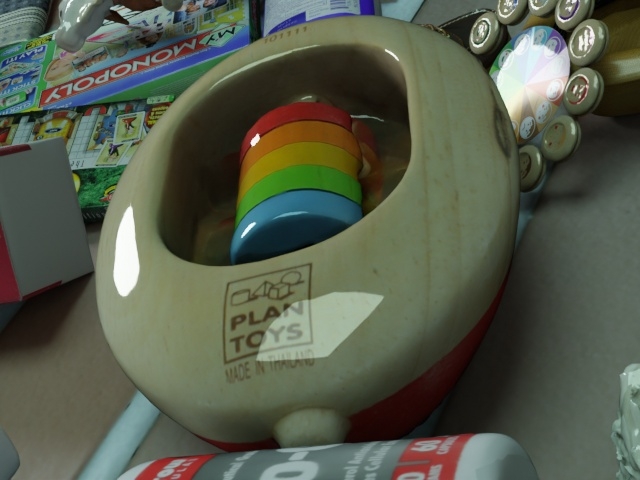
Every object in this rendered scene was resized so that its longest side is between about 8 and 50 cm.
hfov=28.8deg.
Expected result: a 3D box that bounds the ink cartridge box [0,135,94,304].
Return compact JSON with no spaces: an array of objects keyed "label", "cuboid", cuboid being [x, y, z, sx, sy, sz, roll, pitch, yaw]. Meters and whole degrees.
[{"label":"ink cartridge box","cuboid":[-0.313,-0.008,1.079,0.176,0.127,0.128,-10,8,20]}]

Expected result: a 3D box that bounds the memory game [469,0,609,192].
[{"label":"memory game","cuboid":[0.158,-0.123,0.988,0.186,0.012,0.186,-29,54,49]}]

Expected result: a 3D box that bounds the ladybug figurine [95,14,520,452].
[{"label":"ladybug figurine","cuboid":[0.000,0.000,0.889,0.305,0.162,0.449,-13,36,14]}]

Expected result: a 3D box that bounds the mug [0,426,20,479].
[{"label":"mug","cuboid":[-0.363,0.210,0.773,0.374,0.276,0.328,31,65,15]}]

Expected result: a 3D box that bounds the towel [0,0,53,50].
[{"label":"towel","cuboid":[-0.501,-0.279,1.655,0.324,0.056,0.312,-16,39,8]}]

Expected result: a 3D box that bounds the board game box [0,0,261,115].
[{"label":"board game box","cuboid":[-0.218,-0.194,1.371,0.317,0.046,0.213,-18,35,8]}]

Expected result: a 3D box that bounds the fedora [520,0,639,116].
[{"label":"fedora","cuboid":[0.260,-0.159,1.018,0.194,0.079,0.194,-15,35,10]}]

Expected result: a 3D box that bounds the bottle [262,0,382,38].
[{"label":"bottle","cuboid":[0.002,-0.232,1.252,0.118,0.092,0.283,-18,35,12]}]

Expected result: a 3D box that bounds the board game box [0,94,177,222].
[{"label":"board game box","cuboid":[-0.267,-0.073,1.218,0.260,0.030,0.136,-4,55,19]}]

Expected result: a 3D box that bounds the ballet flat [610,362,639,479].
[{"label":"ballet flat","cuboid":[0.242,0.184,0.538,0.147,0.147,0.409,-28,36,-6]}]

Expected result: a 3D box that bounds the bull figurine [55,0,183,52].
[{"label":"bull figurine","cuboid":[-0.152,-0.299,1.312,0.310,0.101,0.188,-32,24,-6]}]

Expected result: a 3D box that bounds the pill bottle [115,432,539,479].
[{"label":"pill bottle","cuboid":[-0.028,0.191,0.657,0.283,0.161,0.161,-8,38,21]}]

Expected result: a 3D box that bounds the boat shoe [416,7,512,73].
[{"label":"boat shoe","cuboid":[0.093,-0.156,1.119,0.207,0.073,0.073,-41,37,-25]}]
